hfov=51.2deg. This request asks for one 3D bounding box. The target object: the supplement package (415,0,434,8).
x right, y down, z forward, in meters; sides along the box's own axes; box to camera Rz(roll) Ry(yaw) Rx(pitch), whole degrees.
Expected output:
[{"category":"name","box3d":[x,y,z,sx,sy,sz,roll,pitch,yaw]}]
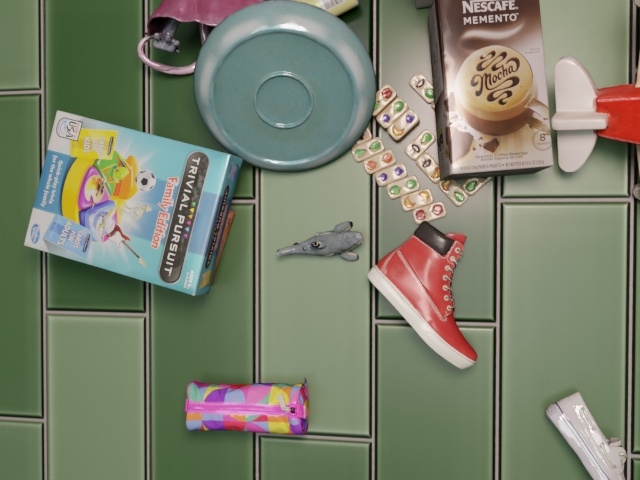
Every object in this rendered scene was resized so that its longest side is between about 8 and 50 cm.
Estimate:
[{"category":"supplement package","box3d":[0.212,-0.483,1.076,0.139,0.244,0.133,-2,90,11]}]

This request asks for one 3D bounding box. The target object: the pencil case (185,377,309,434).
[{"category":"pencil case","box3d":[-0.132,0.307,1.231,0.237,0.104,0.104,-3,91,11]}]

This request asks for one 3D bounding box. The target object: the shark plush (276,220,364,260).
[{"category":"shark plush","box3d":[0.000,0.000,1.215,0.161,0.067,0.073,2,92,10]}]

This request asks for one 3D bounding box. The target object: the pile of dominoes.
[{"category":"pile of dominoes","box3d":[0.177,-0.162,1.194,0.196,0.040,0.251,-43,84,8]}]

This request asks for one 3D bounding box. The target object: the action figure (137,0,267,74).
[{"category":"action figure","box3d":[-0.171,-0.500,1.209,0.248,0.276,0.369,12,74,-24]}]

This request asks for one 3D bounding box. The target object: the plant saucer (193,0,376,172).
[{"category":"plant saucer","box3d":[-0.062,-0.245,1.144,0.318,0.043,0.317,1,126,2]}]

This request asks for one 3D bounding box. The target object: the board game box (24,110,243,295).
[{"category":"board game box","box3d":[-0.336,-0.069,1.201,0.336,0.079,0.253,15,93,10]}]

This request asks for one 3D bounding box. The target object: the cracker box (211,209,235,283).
[{"category":"cracker box","box3d":[-0.297,-0.020,1.268,0.232,0.067,0.155,20,95,10]}]

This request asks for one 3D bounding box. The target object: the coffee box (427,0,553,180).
[{"category":"coffee box","box3d":[0.279,-0.258,1.119,0.168,0.119,0.296,-5,89,1]}]

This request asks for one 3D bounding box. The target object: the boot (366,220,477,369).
[{"category":"boot","box3d":[0.225,0.089,1.170,0.176,0.088,0.244,-43,81,7]}]

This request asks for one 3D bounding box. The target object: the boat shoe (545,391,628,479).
[{"category":"boat shoe","box3d":[0.479,0.362,1.129,0.076,0.083,0.226,-38,84,10]}]

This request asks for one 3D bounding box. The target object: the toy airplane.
[{"category":"toy airplane","box3d":[0.555,-0.206,1.022,0.273,0.386,0.384,-30,75,-29]}]

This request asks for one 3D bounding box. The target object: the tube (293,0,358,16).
[{"category":"tube","box3d":[-0.050,-0.406,1.224,0.240,0.070,0.062,-23,125,14]}]
